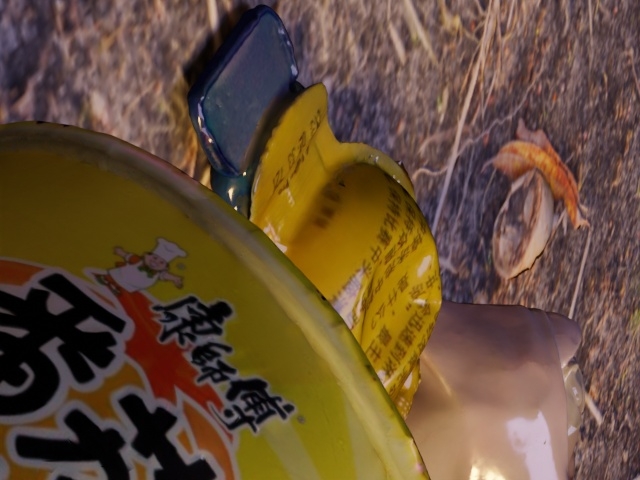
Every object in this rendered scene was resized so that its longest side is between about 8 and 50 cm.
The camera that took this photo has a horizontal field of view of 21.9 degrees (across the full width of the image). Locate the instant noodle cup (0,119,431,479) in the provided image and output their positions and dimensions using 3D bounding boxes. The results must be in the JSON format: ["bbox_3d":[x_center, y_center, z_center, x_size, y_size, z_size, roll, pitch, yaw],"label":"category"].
[{"bbox_3d":[-0.119,0.116,0.420,0.200,0.264,0.264,-23,124,-50],"label":"instant noodle cup"}]

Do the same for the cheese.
[{"bbox_3d":[0.000,0.000,0.795,0.156,0.064,0.250,-57,140,-34],"label":"cheese"}]

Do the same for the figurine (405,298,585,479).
[{"bbox_3d":[0.085,0.156,0.964,0.200,0.133,0.276,-118,-154,-68],"label":"figurine"}]
